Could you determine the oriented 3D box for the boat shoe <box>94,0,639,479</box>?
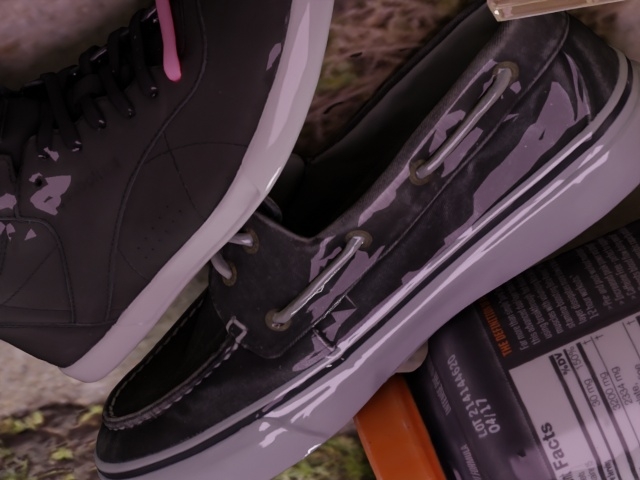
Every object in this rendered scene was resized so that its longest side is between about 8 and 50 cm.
[{"bbox_3d":[0.000,0.000,0.898,0.335,0.121,0.119,-40,114,16],"label":"boat shoe"}]

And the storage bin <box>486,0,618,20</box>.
[{"bbox_3d":[0.134,-0.210,0.617,0.260,0.123,0.262,-8,149,22],"label":"storage bin"}]

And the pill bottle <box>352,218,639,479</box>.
[{"bbox_3d":[0.140,0.065,0.912,0.245,0.130,0.130,-24,129,4],"label":"pill bottle"}]

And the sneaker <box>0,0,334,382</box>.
[{"bbox_3d":[-0.109,-0.051,0.836,0.146,0.105,0.296,18,132,-24],"label":"sneaker"}]
